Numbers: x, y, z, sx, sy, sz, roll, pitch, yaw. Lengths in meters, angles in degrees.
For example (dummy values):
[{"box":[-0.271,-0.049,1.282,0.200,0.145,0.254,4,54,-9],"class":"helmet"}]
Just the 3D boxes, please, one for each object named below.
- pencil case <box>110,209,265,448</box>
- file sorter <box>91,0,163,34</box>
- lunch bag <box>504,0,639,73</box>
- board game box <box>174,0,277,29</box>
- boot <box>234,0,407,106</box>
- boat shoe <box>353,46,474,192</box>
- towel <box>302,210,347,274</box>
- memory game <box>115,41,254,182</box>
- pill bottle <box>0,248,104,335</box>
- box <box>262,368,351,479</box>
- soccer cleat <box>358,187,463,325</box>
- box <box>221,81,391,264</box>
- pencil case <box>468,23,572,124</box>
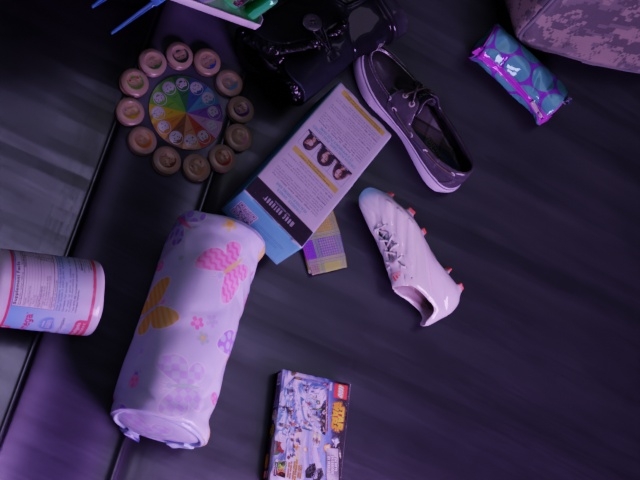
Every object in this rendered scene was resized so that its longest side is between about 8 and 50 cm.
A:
[{"box":[-0.148,0.102,1.600,0.124,0.113,0.273,32,62,-36],"class":"pencil case"},{"box":[-0.246,-0.352,1.670,0.170,0.104,0.118,54,37,-10],"class":"file sorter"},{"box":[0.405,-0.410,1.987,0.305,0.212,0.256,6,55,-26],"class":"lunch bag"},{"box":[-0.229,-0.461,1.621,0.390,0.050,0.390,9,55,-56],"class":"board game box"},{"box":[-0.032,-0.313,1.792,0.207,0.094,0.246,-34,84,-25],"class":"boot"},{"box":[0.129,-0.170,1.841,0.080,0.076,0.228,-29,89,-30],"class":"boat shoe"},{"box":[0.000,0.000,1.764,0.060,0.009,0.083,-12,81,-30],"class":"towel"},{"box":[-0.167,-0.161,1.727,0.186,0.012,0.186,8,71,-25],"class":"memory game"},{"box":[-0.327,0.056,1.539,0.160,0.087,0.087,8,71,-24],"class":"pill bottle"},{"box":[-0.016,0.232,1.675,0.094,0.027,0.137,15,69,-21],"class":"box"},{"box":[0.107,0.020,1.781,0.076,0.068,0.196,-40,98,-27],"class":"soccer cleat"},{"box":[-0.013,-0.087,1.730,0.100,0.060,0.244,45,50,-8],"class":"box"},{"box":[0.279,-0.232,1.942,0.151,0.064,0.070,41,45,-9],"class":"pencil case"}]
